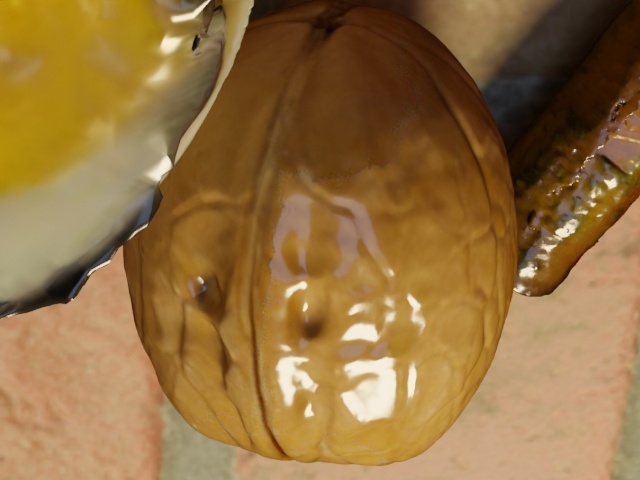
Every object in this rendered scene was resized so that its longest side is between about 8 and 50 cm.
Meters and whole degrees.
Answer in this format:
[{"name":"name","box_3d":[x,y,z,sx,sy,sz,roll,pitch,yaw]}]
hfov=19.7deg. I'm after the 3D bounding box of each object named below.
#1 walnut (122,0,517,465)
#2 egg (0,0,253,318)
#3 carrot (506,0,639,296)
[{"name":"walnut","box_3d":[0.000,0.000,0.768,0.165,0.165,0.197,-1,126,-7]},{"name":"egg","box_3d":[-0.181,-0.140,0.640,0.337,0.201,0.337,0,116,0]},{"name":"carrot","box_3d":[0.153,-0.083,0.795,0.070,0.070,0.260,31,111,-22]}]
